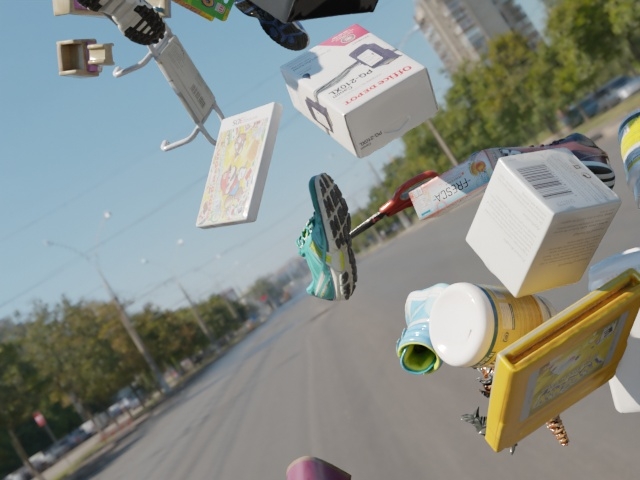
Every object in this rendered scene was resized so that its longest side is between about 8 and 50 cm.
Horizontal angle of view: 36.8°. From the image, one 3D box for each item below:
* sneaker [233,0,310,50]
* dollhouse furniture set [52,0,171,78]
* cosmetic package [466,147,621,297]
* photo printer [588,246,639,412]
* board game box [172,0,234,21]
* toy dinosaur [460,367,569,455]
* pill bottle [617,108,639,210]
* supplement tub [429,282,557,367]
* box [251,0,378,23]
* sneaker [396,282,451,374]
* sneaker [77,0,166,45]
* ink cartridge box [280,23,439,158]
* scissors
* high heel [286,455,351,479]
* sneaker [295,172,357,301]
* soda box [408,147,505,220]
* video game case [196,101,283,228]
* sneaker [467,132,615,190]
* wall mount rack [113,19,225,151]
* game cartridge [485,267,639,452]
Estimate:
[{"bbox_3d":[-0.092,-0.482,2.023,0.081,0.211,0.080,-34,-17,-38],"label":"sneaker"},{"bbox_3d":[-0.357,-0.481,1.937,0.303,0.286,0.198,0,7,29],"label":"dollhouse furniture set"},{"bbox_3d":[0.363,-0.031,1.590,0.151,0.151,0.183,-11,-43,-29],"label":"cosmetic package"},{"bbox_3d":[0.645,0.157,1.793,0.256,0.307,0.107,-11,10,25],"label":"photo printer"},{"bbox_3d":[-0.291,-0.551,1.961,0.039,0.259,0.124,-21,47,69],"label":"board game box"},{"bbox_3d":[0.461,0.383,2.314,0.218,0.164,0.322,-53,24,3],"label":"toy dinosaur"},{"bbox_3d":[0.642,-0.148,1.844,0.119,0.119,0.208,-34,33,35],"label":"pill bottle"},{"bbox_3d":[0.304,0.150,1.676,0.200,0.144,0.144,6,-27,-35],"label":"supplement tub"},{"bbox_3d":[-0.066,-0.354,1.079,0.184,0.261,0.103,-27,-31,-51],"label":"box"},{"bbox_3d":[0.232,0.225,2.264,0.208,0.127,0.319,-58,0,-18],"label":"sneaker"},{"bbox_3d":[-0.368,-0.439,1.748,0.078,0.106,0.234,-39,-30,15],"label":"sneaker"},{"bbox_3d":[0.065,-0.265,1.680,0.172,0.100,0.237,-32,41,-12],"label":"ink cartridge box"},{"bbox_3d":[0.127,-0.061,2.056,0.297,0.021,0.109,-26,-30,11],"label":"scissors"},{"bbox_3d":[0.109,0.409,1.164,0.127,0.377,0.181,-56,17,26],"label":"high heel"},{"bbox_3d":[0.000,0.000,1.924,0.110,0.275,0.107,2,24,20],"label":"sneaker"},{"bbox_3d":[0.247,-0.098,1.705,0.063,0.058,0.183,-12,-13,-48],"label":"soda box"},{"bbox_3d":[-0.155,-0.137,1.812,0.026,0.227,0.206,19,-14,-31],"label":"video game case"},{"bbox_3d":[0.433,-0.153,1.898,0.281,0.106,0.162,8,35,11],"label":"sneaker"},{"bbox_3d":[-0.336,-0.372,2.202,0.130,0.350,0.304,-17,30,24],"label":"wall mount rack"},{"bbox_3d":[0.410,0.216,1.631,0.285,0.052,0.323,-30,-35,-15],"label":"game cartridge"}]
